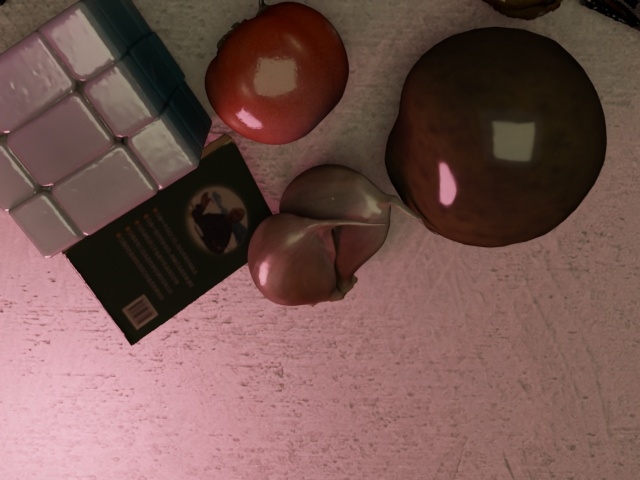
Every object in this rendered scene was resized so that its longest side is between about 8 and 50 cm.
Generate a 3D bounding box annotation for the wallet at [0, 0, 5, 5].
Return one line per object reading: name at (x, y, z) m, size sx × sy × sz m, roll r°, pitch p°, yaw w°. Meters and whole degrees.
wallet at (-0.566, -0.573, 1.445) m, size 0.221 × 0.071 × 0.262 m, roll 38°, pitch 110°, yaw -20°

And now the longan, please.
longan at (0.301, -0.176, 1.472) m, size 0.405 × 0.336 × 0.404 m, roll 15°, pitch 135°, yaw 15°

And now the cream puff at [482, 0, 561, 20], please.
cream puff at (0.345, -0.500, 1.437) m, size 0.240 × 0.164 × 0.239 m, roll 1°, pitch 101°, yaw 6°

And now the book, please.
book at (-0.267, 0.001, 1.581) m, size 0.371 × 0.043 × 0.260 m, roll -36°, pitch 128°, yaw -14°

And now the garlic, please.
garlic at (0.000, 0.000, 1.556) m, size 0.245 × 0.231 × 0.340 m, roll 52°, pitch 144°, yaw -1°

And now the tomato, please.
tomato at (-0.074, -0.291, 1.469) m, size 0.224 × 0.256 × 0.256 m, roll 45°, pitch 105°, yaw -1°

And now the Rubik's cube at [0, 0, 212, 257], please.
Rubik's cube at (-0.409, -0.215, 1.453) m, size 0.319 × 0.322 × 0.315 m, roll -31°, pitch 108°, yaw 10°

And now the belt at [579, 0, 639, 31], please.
belt at (0.609, -0.404, 1.501) m, size 0.360 × 0.126 × 0.094 m, roll 23°, pitch 98°, yaw -15°
